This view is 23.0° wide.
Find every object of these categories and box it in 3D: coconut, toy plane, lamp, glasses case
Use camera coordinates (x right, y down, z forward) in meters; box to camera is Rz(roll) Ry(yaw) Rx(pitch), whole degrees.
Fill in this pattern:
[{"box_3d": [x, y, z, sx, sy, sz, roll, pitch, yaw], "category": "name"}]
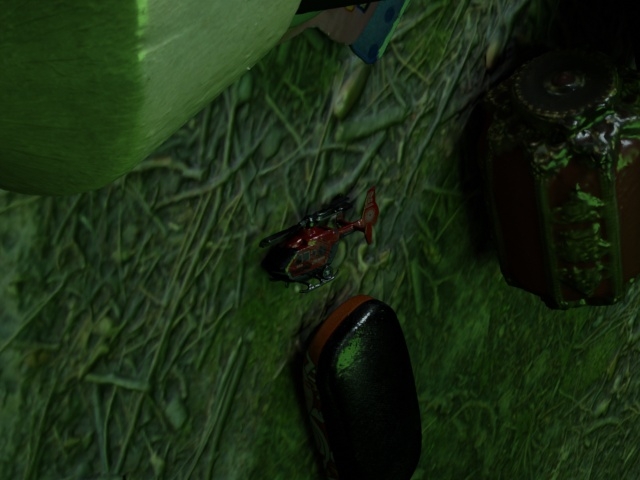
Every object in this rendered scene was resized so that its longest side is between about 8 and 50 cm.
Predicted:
[{"box_3d": [-0.147, -0.147, 0.798, 0.266, 0.237, 0.237, -46, 144, -36], "category": "coconut"}, {"box_3d": [0.000, 0.000, 1.307, 0.145, 0.037, 0.060, -26, 122, -40], "category": "toy plane"}, {"box_3d": [0.241, -0.054, 1.498, 0.177, 0.177, 0.274, -47, 146, -26], "category": "lamp"}, {"box_3d": [0.041, 0.157, 1.449, 0.103, 0.067, 0.266, -44, 144, -27], "category": "glasses case"}]

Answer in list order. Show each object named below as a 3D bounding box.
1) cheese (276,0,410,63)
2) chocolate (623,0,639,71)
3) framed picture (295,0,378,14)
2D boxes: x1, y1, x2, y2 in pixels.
[{"box_3d": [-0.002, -0.211, 1.117, 0.189, 0.074, 0.286, -61, 149, -1], "category": "cheese"}, {"box_3d": [0.425, -0.245, 1.443, 0.383, 0.383, 0.331, -51, 123, -21], "category": "chocolate"}, {"box_3d": [-0.032, -0.281, 0.940, 0.255, 0.014, 0.338, -11, 129, -9], "category": "framed picture"}]
